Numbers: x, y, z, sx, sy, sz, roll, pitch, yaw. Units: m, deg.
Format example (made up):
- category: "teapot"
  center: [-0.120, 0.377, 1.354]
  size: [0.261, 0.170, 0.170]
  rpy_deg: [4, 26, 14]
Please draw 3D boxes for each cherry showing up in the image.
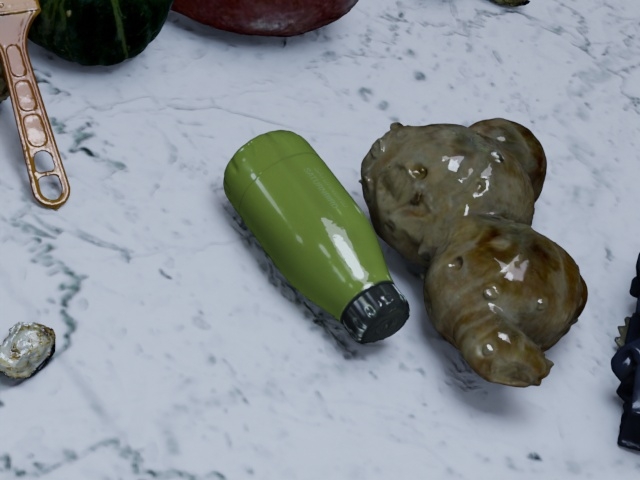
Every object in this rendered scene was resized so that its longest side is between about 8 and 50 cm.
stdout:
- category: "cherry"
  center: [-0.068, -0.361, 1.872]
  size: [0.300, 0.203, 0.230]
  rpy_deg: [-24, 61, -21]

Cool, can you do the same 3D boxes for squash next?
- category: "squash"
  center: [-0.272, -0.310, 1.754]
  size: [0.218, 0.172, 0.218]
  rpy_deg: [12, 46, -13]

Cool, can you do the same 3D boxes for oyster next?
- category: "oyster"
  center: [-0.289, 0.108, 1.451]
  size: [0.054, 0.019, 0.083]
  rpy_deg: [32, 46, 12]

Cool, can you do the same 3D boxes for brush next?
- category: "brush"
  center: [-0.330, -0.181, 1.628]
  size: [0.090, 0.017, 0.314]
  rpy_deg: [-13, 79, -26]

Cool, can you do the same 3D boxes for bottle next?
- category: "bottle"
  center: [0.000, 0.000, 1.604]
  size: [0.112, 0.112, 0.260]
  rpy_deg: [-16, 55, -33]

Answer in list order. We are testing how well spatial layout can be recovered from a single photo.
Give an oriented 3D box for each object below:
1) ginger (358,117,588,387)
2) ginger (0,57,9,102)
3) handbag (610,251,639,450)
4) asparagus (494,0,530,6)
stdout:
- category: "ginger"
  center: [0.183, 0.004, 1.635]
  size: [0.256, 0.176, 0.375]
  rpy_deg: [14, 42, -31]
- category: "ginger"
  center: [-0.430, -0.222, 1.670]
  size: [0.204, 0.080, 0.104]
  rpy_deg: [37, 51, 13]
- category: "handbag"
  center: [0.489, 0.121, 1.645]
  size: [0.329, 0.122, 0.303]
  rpy_deg: [12, 52, 6]
- category: "asparagus"
  center: [0.219, -0.364, 2.107]
  size: [0.165, 0.030, 0.036]
  rpy_deg: [19, 15, -2]
